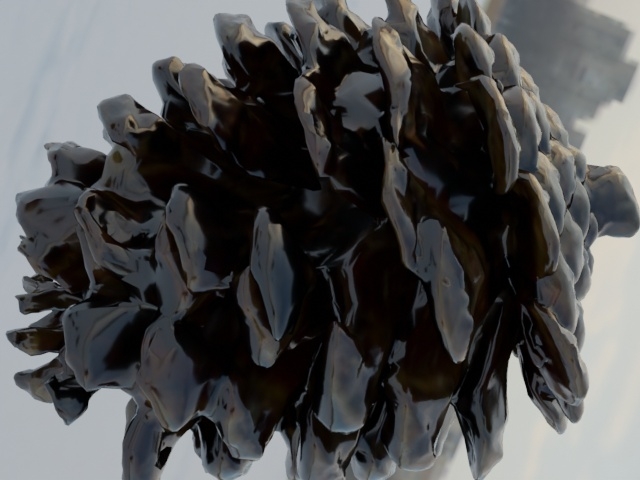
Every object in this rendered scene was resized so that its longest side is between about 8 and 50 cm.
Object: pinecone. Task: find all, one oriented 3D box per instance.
[{"bbox_3d":[0.000,0.000,0.692,0.224,0.272,0.224,-8,90,-88],"label":"pinecone"}]
